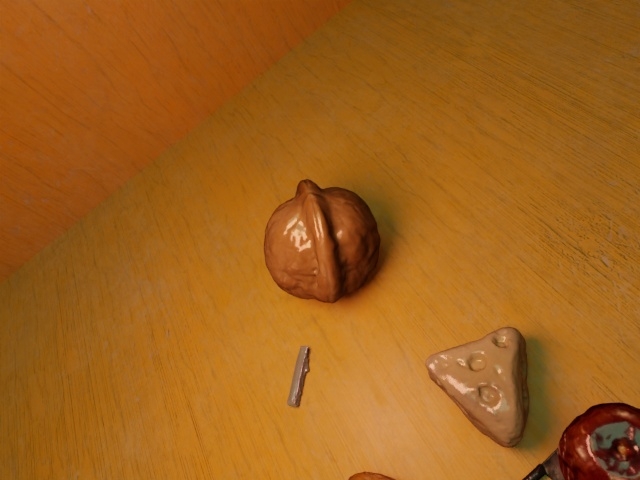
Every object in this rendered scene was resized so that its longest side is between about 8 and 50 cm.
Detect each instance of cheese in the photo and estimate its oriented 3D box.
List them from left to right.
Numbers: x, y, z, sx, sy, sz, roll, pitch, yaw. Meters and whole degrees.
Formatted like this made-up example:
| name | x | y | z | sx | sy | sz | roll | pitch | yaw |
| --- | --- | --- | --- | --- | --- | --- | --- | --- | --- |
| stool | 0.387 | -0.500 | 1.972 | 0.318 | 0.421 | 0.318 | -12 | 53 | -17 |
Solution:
| name | x | y | z | sx | sy | sz | roll | pitch | yaw |
| --- | --- | --- | --- | --- | --- | --- | --- | --- | --- |
| cheese | 0.420 | 0.346 | 0.995 | 0.251 | 0.174 | 0.248 | -30 | 52 | 2 |

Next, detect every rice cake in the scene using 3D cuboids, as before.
| name | x | y | z | sx | sy | sz | roll | pitch | yaw |
| --- | --- | --- | --- | --- | --- | --- | --- | --- | --- |
| rice cake | -0.062 | 0.415 | 1.277 | 0.042 | 0.030 | 0.180 | -3 | 61 | 31 |

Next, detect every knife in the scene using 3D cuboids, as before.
| name | x | y | z | sx | sy | sz | roll | pitch | yaw |
| --- | --- | --- | --- | --- | --- | --- | --- | --- | --- |
| knife | 0.532 | 0.509 | 0.937 | 0.230 | 0.028 | 0.060 | -41 | 65 | -4 |

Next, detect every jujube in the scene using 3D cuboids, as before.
| name | x | y | z | sx | sy | sz | roll | pitch | yaw |
| --- | --- | --- | --- | --- | --- | --- | --- | --- | --- |
| jujube | 0.569 | 0.420 | 0.784 | 0.223 | 0.318 | 0.223 | -19 | 49 | 23 |

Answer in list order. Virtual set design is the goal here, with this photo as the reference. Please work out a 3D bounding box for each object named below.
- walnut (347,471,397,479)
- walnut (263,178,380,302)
| name | x | y | z | sx | sy | sz | roll | pitch | yaw |
| --- | --- | --- | --- | --- | --- | --- | --- | --- | --- |
| walnut | 0.140 | 0.634 | 0.986 | 0.180 | 0.144 | 0.144 | -1 | 62 | 20 |
| walnut | 0.008 | 0.007 | 1.267 | 0.383 | 0.383 | 0.384 | -12 | 58 | 20 |
